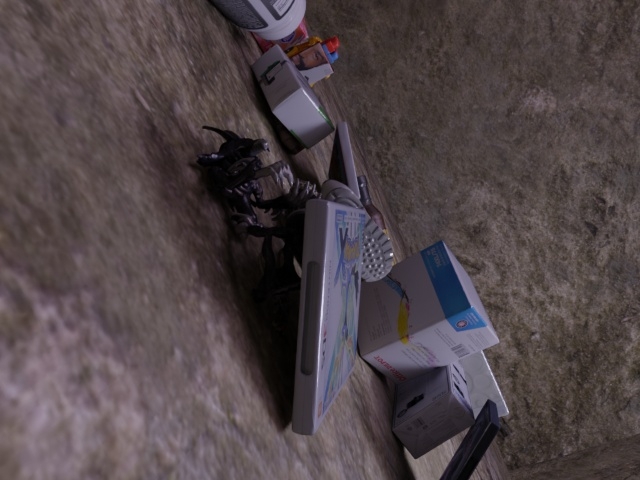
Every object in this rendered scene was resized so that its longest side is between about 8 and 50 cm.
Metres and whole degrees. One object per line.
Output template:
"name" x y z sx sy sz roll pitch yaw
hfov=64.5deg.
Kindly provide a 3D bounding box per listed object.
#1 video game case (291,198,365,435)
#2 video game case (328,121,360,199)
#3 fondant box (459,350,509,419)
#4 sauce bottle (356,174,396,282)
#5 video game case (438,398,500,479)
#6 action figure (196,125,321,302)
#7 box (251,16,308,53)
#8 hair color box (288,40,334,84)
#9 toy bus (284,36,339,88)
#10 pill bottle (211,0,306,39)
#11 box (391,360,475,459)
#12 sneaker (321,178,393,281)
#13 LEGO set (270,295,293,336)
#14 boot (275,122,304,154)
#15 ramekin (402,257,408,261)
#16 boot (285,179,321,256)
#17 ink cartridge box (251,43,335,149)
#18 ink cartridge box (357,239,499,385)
"video game case" 0.024 0.094 0.792 0.329 0.036 0.300 -7 101 -77
"video game case" 0.056 -0.145 1.313 0.285 0.025 0.204 100 -18 -71
"fondant box" 0.340 0.352 1.409 0.331 0.238 0.096 66 15 -2
"sauce bottle" 0.136 -0.008 1.412 0.111 0.111 0.345 -19 95 -76
"video game case" 0.283 0.464 1.033 0.026 0.274 0.196 29 4 17
"action figure" -0.078 -0.059 0.738 0.164 0.140 0.276 -2 71 -68
"box" -0.141 -0.704 1.545 0.154 0.142 0.300 54 19 -40
"hair color box" -0.056 -0.488 1.454 0.093 0.167 0.053 60 15 -22
"toy bus" -0.034 -0.568 1.585 0.150 0.211 0.220 57 15 -28
"pill bottle" -0.167 -0.612 1.160 0.210 0.210 0.363 68 13 7
"box" 0.269 0.374 1.228 0.087 0.169 0.290 51 14 -2
"sneaker" 0.073 -0.021 1.020 0.235 0.090 0.095 62 -3 -27
"LEGO set" -0.055 0.110 0.777 0.054 0.023 0.083 54 18 -41
"boot" -0.075 -0.262 1.283 0.087 0.042 0.118 58 11 -11
"ramekin" 0.291 0.208 1.695 0.273 0.127 0.273 59 15 -26
"boot" 0.001 -0.001 1.052 0.237 0.085 0.179 60 12 -30
"ink cartridge box" -0.070 -0.357 1.257 0.160 0.092 0.220 41 18 -47
"ink cartridge box" 0.234 0.178 1.200 0.198 0.270 0.197 44 24 -42
